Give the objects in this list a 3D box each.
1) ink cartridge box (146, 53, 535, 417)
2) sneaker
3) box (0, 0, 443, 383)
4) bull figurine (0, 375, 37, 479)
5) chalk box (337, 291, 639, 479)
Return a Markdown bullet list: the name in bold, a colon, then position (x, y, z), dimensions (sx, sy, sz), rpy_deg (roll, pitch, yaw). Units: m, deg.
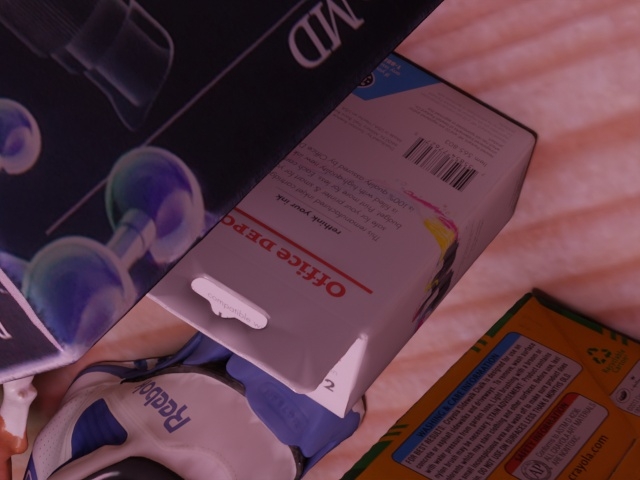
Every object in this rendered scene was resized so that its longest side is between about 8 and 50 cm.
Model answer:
- **ink cartridge box**: position (0.000, 0.000, 0.784), dimensions (0.104, 0.181, 0.061), rpy_deg (31, 142, 16)
- **sneaker**: position (-0.124, 0.156, 1.053), dimensions (0.127, 0.182, 0.315), rpy_deg (48, 143, -5)
- **box**: position (-0.166, -0.178, 0.668), dimensions (0.212, 0.293, 0.395), rpy_deg (-16, 115, 49)
- **bull figurine**: position (-0.296, 0.060, 1.163), dimensions (0.310, 0.101, 0.188), rpy_deg (44, 142, 16)
- **chalk box**: position (0.108, 0.208, 0.860), dimensions (0.179, 0.180, 0.289), rpy_deg (26, 130, 22)
